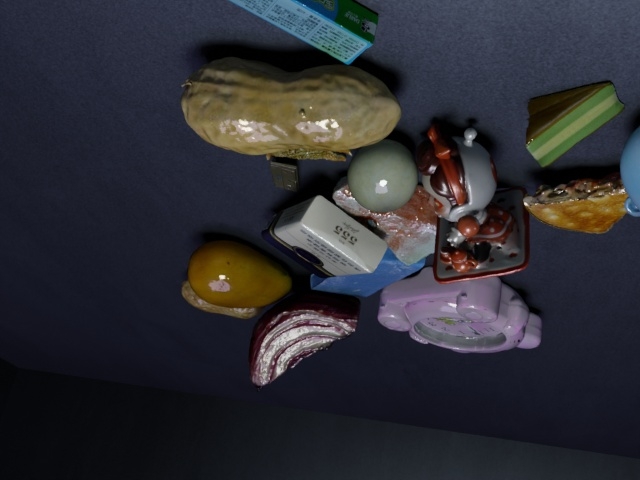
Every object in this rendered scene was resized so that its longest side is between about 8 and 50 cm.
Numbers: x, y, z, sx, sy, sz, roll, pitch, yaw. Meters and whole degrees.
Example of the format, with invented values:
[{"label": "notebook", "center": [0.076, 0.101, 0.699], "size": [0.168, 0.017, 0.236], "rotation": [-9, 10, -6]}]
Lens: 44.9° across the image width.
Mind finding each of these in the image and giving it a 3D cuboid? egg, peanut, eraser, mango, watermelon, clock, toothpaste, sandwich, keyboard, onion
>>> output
[{"label": "egg", "center": [0.099, -0.102, 1.243], "size": [0.114, 0.114, 0.152], "rotation": [13, 167, -2]}, {"label": "peanut", "center": [-0.245, 0.135, 1.949], "size": [0.226, 0.095, 0.108], "rotation": [8, 140, 17]}, {"label": "eraser", "center": [0.093, 0.066, 1.653], "size": [0.144, 0.042, 0.312], "rotation": [9, 162, -18]}, {"label": "mango", "center": [-0.191, 0.086, 1.757], "size": [0.175, 0.139, 0.254], "rotation": [-12, 153, 39]}, {"label": "watermelon", "center": [0.132, -0.057, 1.382], "size": [0.241, 0.094, 0.154], "rotation": [26, 146, -22]}, {"label": "clock", "center": [0.321, 0.168, 1.733], "size": [0.295, 0.113, 0.322], "rotation": [-12, 147, 42]}, {"label": "toothpaste", "center": [-0.057, -0.305, 0.951], "size": [0.267, 0.050, 0.065], "rotation": [23, 153, -23]}, {"label": "peanut", "center": [-0.041, -0.188, 1.103], "size": [0.313, 0.149, 0.149], "rotation": [1, 154, 13]}, {"label": "sandwich", "center": [0.348, -0.156, 1.058], "size": [0.116, 0.074, 0.074], "rotation": [-9, 149, 39]}, {"label": "keyboard", "center": [-0.064, -0.115, 1.383], "size": [0.049, 0.015, 0.129], "rotation": [15, 168, 4]}, {"label": "onion", "center": [-0.064, 0.193, 1.821], "size": [0.146, 0.314, 0.280], "rotation": [50, -173, -13]}]

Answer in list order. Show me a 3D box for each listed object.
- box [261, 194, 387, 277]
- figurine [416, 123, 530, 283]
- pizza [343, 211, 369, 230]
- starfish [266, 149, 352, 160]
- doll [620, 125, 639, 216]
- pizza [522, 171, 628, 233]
[{"label": "box", "center": [0.000, 0.000, 1.461], "size": [0.168, 0.071, 0.259], "rotation": [35, 163, -13]}, {"label": "figurine", "center": [0.217, -0.078, 1.199], "size": [0.160, 0.183, 0.226], "rotation": [-11, 136, 24]}, {"label": "pizza", "center": [0.066, -0.032, 1.507], "size": [0.099, 0.036, 0.160], "rotation": [13, 155, -2]}, {"label": "starfish", "center": [-0.052, -0.161, 1.278], "size": [0.208, 0.053, 0.176], "rotation": [25, 163, -14]}, {"label": "doll", "center": [0.514, -0.116, 0.999], "size": [0.177, 0.141, 0.314], "rotation": [46, 140, 1]}, {"label": "pizza", "center": [0.439, -0.068, 1.225], "size": [0.193, 0.053, 0.201], "rotation": [-19, 152, 41]}]
